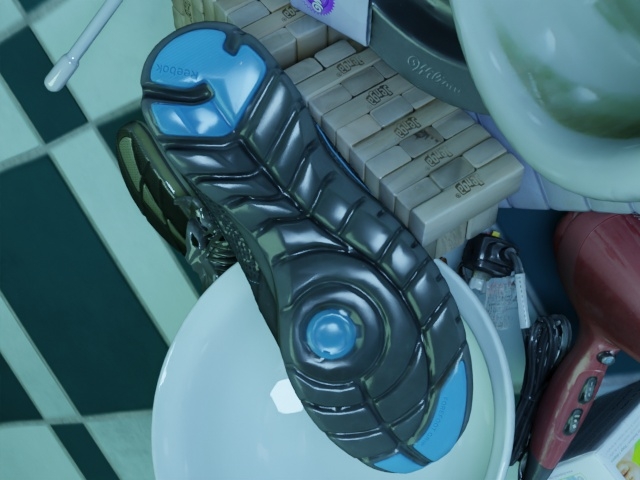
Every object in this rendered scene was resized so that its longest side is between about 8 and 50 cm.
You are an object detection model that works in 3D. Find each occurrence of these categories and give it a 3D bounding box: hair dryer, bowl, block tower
[{"bbox_3d":[0.203,0.083,0.990,0.293,0.080,0.224,160,106,-66],"label":"hair dryer"},{"bbox_3d":[0.027,0.147,1.065,0.298,0.298,0.134,30,-179,30],"label":"bowl"},{"bbox_3d":[0.005,-0.117,1.028,0.335,0.091,0.097,48,158,28],"label":"block tower"}]

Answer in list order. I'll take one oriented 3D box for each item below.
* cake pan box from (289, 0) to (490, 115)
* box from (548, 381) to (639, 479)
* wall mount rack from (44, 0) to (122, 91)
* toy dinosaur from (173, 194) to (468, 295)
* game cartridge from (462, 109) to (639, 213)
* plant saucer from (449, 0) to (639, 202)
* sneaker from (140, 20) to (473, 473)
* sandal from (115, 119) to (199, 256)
[{"bbox_3d":[0.093,-0.198,0.809,0.245,0.070,0.267,34,147,22],"label":"cake pan box"},{"bbox_3d":[0.274,0.223,1.066,0.203,0.114,0.103,53,146,0],"label":"box"},{"bbox_3d":[-0.238,-0.314,1.168,0.350,0.130,0.304,45,147,13],"label":"wall mount rack"},{"bbox_3d":[0.001,-0.044,1.163,0.218,0.164,0.322,-29,79,43],"label":"toy dinosaur"},{"bbox_3d":[0.144,-0.181,0.895,0.230,0.068,0.355,2,122,46],"label":"game cartridge"},{"bbox_3d":[0.153,-0.213,0.506,0.400,0.100,0.400,-179,90,-75],"label":"plant saucer"},{"bbox_3d":[0.000,0.000,0.953,0.341,0.125,0.139,62,-178,-5],"label":"sneaker"},{"bbox_3d":[-0.077,-0.010,1.313,0.303,0.086,0.120,41,161,-15],"label":"sandal"}]
